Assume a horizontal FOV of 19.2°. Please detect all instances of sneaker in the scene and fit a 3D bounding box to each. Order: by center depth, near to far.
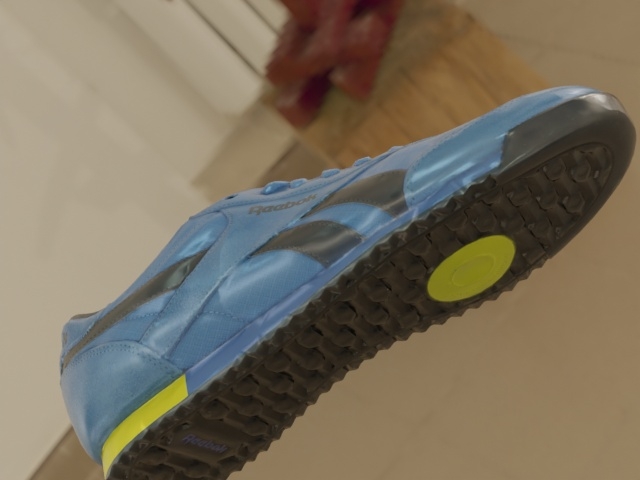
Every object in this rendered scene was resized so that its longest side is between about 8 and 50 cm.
[{"bbox_3d":[0.000,0.000,0.610,0.209,0.069,0.082,-34,55,14],"label":"sneaker"}]
